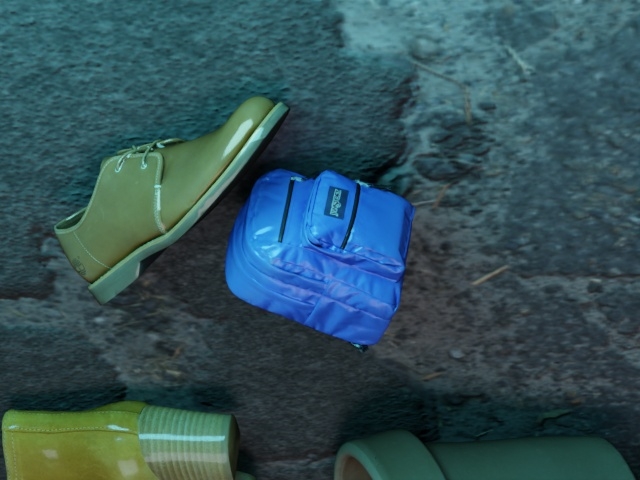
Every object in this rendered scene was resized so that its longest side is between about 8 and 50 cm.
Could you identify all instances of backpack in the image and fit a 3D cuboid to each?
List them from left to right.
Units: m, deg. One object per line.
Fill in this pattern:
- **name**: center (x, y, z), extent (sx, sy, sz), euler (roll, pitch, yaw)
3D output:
- **backpack**: center (0.000, 0.000, 1.363), extent (0.120, 0.098, 0.101), euler (17, 137, -7)

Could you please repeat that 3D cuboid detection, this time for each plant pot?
- **plant pot**: center (0.161, 0.272, 1.712), extent (0.229, 0.263, 0.263), euler (-14, 152, -13)

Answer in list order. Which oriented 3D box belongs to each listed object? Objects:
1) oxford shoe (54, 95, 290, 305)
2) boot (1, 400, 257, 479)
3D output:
- **oxford shoe**: center (-0.105, -0.039, 1.320), extent (0.212, 0.076, 0.076), euler (-38, 95, 31)
- **boot**: center (-0.164, 0.238, 1.744), extent (0.211, 0.104, 0.295), euler (0, 137, 9)
